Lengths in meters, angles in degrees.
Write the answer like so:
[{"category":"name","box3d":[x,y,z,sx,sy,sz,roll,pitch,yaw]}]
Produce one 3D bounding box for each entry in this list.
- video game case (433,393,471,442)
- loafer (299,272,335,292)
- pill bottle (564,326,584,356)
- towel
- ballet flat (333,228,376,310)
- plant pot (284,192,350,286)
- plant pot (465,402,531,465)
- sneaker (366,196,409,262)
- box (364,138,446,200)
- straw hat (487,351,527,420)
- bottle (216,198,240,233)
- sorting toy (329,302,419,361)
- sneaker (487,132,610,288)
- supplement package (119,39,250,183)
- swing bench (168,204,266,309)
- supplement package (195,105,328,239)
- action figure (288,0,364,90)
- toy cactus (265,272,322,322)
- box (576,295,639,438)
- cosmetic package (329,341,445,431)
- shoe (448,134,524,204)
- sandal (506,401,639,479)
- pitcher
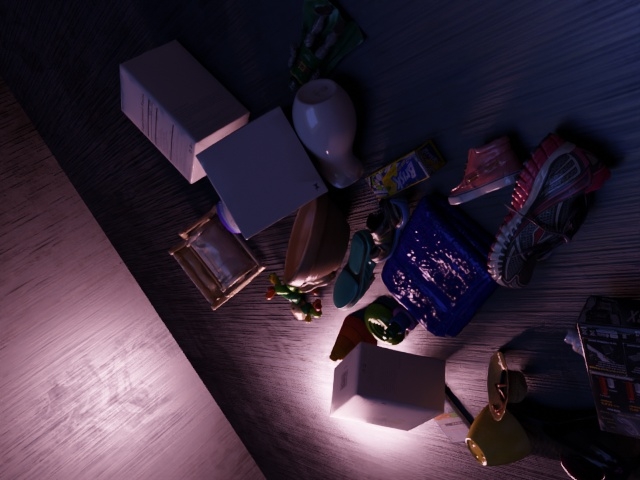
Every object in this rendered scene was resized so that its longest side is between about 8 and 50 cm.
[{"category":"video game case","box3d":[0.333,0.462,1.591,0.166,0.015,0.119,51,150,2]},{"category":"loafer","box3d":[-0.015,0.102,1.655,0.148,0.056,0.050,-25,100,48]},{"category":"pill bottle","box3d":[0.486,0.190,1.083,0.083,0.043,0.043,32,144,31]},{"category":"towel","box3d":[0.243,0.068,1.251,0.227,0.076,0.308,42,148,16]},{"category":"ballet flat","box3d":[0.099,0.072,1.424,0.083,0.087,0.248,54,143,36]},{"category":"plant pot","box3d":[0.000,0.000,1.421,0.109,0.238,0.237,15,150,-12]},{"category":"plant pot","box3d":[0.378,0.439,1.323,0.134,0.095,0.134,52,160,28]},{"category":"sneaker","box3d":[0.130,-0.026,1.262,0.078,0.067,0.188,7,141,-6]},{"category":"box","box3d":[0.162,-0.134,1.173,0.059,0.054,0.169,56,149,-6]},{"category":"straw hat","box3d":[0.406,0.312,1.285,0.061,0.145,0.145,5,139,-1]},{"category":"bottle","box3d":[-0.188,-0.099,1.637,0.118,0.092,0.282,58,149,-8]},{"category":"sorting toy","box3d":[0.120,0.253,1.555,0.127,0.126,0.365,52,150,0]},{"category":"sneaker","box3d":[0.355,-0.021,0.969,0.112,0.120,0.299,33,144,26]},{"category":"supplement package","box3d":[-0.349,-0.329,1.535,0.293,0.177,0.175,46,149,12]},{"category":"swing bench","box3d":[-0.340,0.060,1.942,0.253,0.165,0.254,52,155,0]},{"category":"supplement package","box3d":[-0.132,-0.152,1.313,0.198,0.199,0.263,60,177,-12]},{"category":"action figure","box3d":[-0.017,-0.363,1.178,0.137,0.063,0.232,48,152,2]},{"category":"toy cactus","box3d":[-0.074,0.185,1.784,0.218,0.112,0.181,24,149,26]},{"category":"box","box3d":[0.575,0.213,0.914,0.307,0.076,0.243,1,123,43]},{"category":"cosmetic package","box3d":[0.164,0.374,1.510,0.224,0.138,0.224,13,149,-10]},{"category":"shoe","box3d":[0.274,-0.119,1.039,0.178,0.063,0.081,-24,87,63]},{"category":"sandal","box3d":[0.519,0.427,1.216,0.168,0.107,0.445,58,150,-9]},{"category":"pitcher","box3d":[0.000,-0.231,1.238,0.177,0.125,0.207,37,158,37]}]
